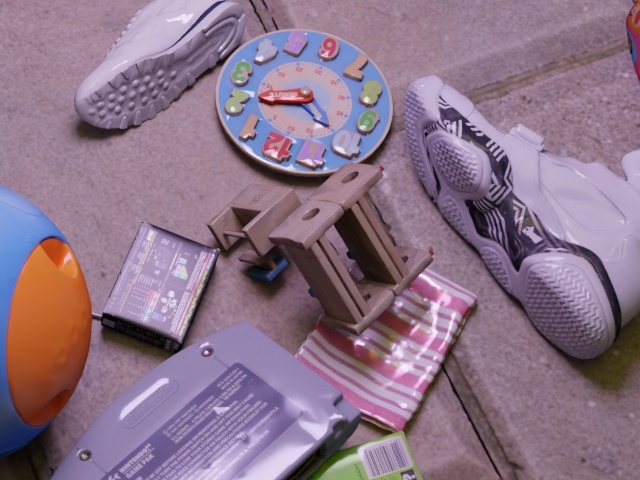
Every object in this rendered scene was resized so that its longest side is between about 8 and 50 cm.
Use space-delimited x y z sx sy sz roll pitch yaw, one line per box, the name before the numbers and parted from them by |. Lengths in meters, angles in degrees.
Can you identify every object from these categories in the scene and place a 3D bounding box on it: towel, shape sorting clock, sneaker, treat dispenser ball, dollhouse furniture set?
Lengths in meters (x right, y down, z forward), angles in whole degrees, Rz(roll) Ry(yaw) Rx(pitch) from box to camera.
towel | 0.069 0.100 1.882 0.144 0.029 0.197 28 63 8
shape sorting clock | -0.018 -0.162 2.004 0.206 0.040 0.206 3 62 -5
sneaker | 0.260 -0.061 1.933 0.210 0.137 0.366 -31 75 -21
treat dispenser ball | -0.367 0.080 1.694 0.288 0.288 0.288 3 62 -5
sneaker | -0.197 -0.214 1.996 0.235 0.090 0.095 -37 59 -26
dollhouse furniture set | 0.000 0.000 1.878 0.129 0.183 0.129 -43 118 -23

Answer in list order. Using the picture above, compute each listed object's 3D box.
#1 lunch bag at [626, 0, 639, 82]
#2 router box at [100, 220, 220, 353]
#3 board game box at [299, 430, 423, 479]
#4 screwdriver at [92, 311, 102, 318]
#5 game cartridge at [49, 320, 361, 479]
lunch bag | 0.452 -0.200 1.936 0.120 0.293 0.258 -14 69 -12
router box | -0.172 0.050 1.871 0.092 0.038 0.122 21 62 0
board game box | -0.015 0.289 1.768 0.259 0.039 0.124 -15 65 -16
screwdriver | -0.297 0.067 1.866 0.170 0.024 0.025 22 91 -2
game cartridge | -0.126 0.215 1.760 0.196 0.060 0.294 38 60 23
